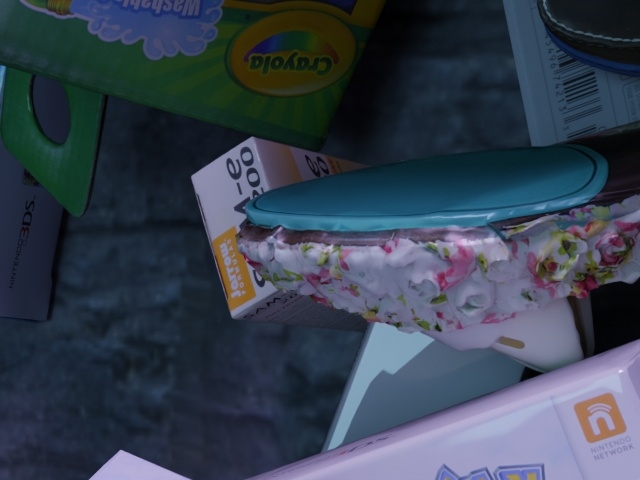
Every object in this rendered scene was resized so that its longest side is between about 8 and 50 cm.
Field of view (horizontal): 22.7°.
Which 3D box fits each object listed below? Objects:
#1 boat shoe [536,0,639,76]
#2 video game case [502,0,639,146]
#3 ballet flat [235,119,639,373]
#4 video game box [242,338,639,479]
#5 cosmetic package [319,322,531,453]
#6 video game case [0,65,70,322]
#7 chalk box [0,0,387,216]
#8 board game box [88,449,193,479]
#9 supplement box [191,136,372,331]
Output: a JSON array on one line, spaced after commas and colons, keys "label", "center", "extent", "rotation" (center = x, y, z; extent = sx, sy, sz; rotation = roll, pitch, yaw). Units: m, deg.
[{"label": "boat shoe", "center": [0.144, -0.095, 0.521], "extent": [0.183, 0.066, 0.066], "rotation": [-5, 80, 37]}, {"label": "video game case", "center": [0.155, -0.133, 0.579], "extent": [0.206, 0.026, 0.227], "rotation": [-20, 72, 35]}, {"label": "ballet flat", "center": [0.096, 0.001, 0.495], "extent": [0.241, 0.091, 0.077], "rotation": [-12, 105, 5]}, {"label": "video game box", "center": [0.045, 0.150, 0.495], "extent": [0.205, 0.048, 0.187], "rotation": [-24, 86, 27]}, {"label": "cosmetic package", "center": [0.018, 0.122, 0.596], "extent": [0.060, 0.099, 0.239], "rotation": [21, 98, 8]}, {"label": "video game case", "center": [-0.232, -0.101, 0.852], "extent": [0.269, 0.061, 0.244], "rotation": [11, 92, 38]}, {"label": "chalk box", "center": [-0.077, -0.156, 0.646], "extent": [0.180, 0.179, 0.289], "rotation": [39, 108, 46]}, {"label": "board game box", "center": [0.041, 0.258, 0.457], "extent": [0.318, 0.066, 0.318], "rotation": [22, 118, 12]}, {"label": "supplement box", "center": [0.000, 0.000, 0.634], "extent": [0.036, 0.098, 0.062], "rotation": [-31, 67, 31]}]
